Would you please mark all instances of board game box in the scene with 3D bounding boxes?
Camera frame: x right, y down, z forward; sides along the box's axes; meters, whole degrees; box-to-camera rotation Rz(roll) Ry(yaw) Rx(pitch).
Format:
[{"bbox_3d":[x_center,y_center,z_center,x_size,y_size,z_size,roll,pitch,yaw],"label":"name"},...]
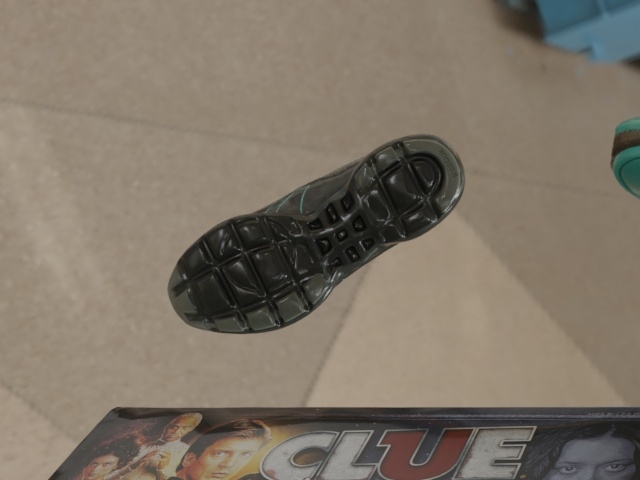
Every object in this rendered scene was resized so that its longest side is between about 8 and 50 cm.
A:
[{"bbox_3d":[-0.006,0.117,0.543,0.165,0.243,0.042,-50,130,-53],"label":"board game box"}]

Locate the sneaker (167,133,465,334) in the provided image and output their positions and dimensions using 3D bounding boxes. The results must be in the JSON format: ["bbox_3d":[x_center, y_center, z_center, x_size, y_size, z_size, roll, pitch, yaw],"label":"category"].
[{"bbox_3d":[0.000,0.000,1.340,0.106,0.267,0.101,-54,118,-85],"label":"sneaker"}]

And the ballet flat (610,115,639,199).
[{"bbox_3d":[0.245,-0.026,0.715,0.247,0.083,0.087,21,71,-8],"label":"ballet flat"}]
